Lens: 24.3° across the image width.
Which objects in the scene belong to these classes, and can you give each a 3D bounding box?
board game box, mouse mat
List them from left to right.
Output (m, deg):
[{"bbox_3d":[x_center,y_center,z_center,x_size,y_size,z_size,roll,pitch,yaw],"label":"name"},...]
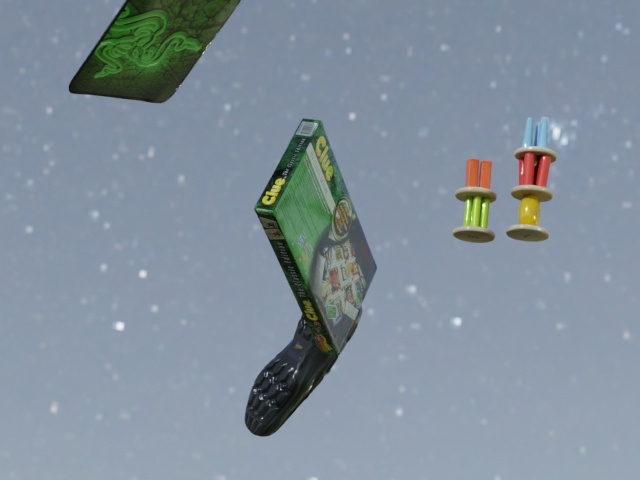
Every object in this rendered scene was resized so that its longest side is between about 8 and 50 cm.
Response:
[{"bbox_3d":[-0.165,-0.204,1.516,0.007,0.152,0.189,45,20,19],"label":"mouse mat"},{"bbox_3d":[0.000,0.000,1.677,0.030,0.136,0.260,11,-36,28],"label":"board game box"}]

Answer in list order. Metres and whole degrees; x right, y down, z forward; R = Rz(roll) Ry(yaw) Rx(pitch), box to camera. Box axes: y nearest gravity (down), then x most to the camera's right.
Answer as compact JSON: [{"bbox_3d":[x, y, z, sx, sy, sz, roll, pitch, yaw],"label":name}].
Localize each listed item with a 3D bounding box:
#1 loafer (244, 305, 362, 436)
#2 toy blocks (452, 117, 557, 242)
[{"bbox_3d":[-0.019,0.166,1.954,0.078,0.223,0.076,29,6,-46],"label":"loafer"},{"bbox_3d":[0.223,-0.075,1.791,0.123,0.148,0.054,-1,-18,28],"label":"toy blocks"}]
